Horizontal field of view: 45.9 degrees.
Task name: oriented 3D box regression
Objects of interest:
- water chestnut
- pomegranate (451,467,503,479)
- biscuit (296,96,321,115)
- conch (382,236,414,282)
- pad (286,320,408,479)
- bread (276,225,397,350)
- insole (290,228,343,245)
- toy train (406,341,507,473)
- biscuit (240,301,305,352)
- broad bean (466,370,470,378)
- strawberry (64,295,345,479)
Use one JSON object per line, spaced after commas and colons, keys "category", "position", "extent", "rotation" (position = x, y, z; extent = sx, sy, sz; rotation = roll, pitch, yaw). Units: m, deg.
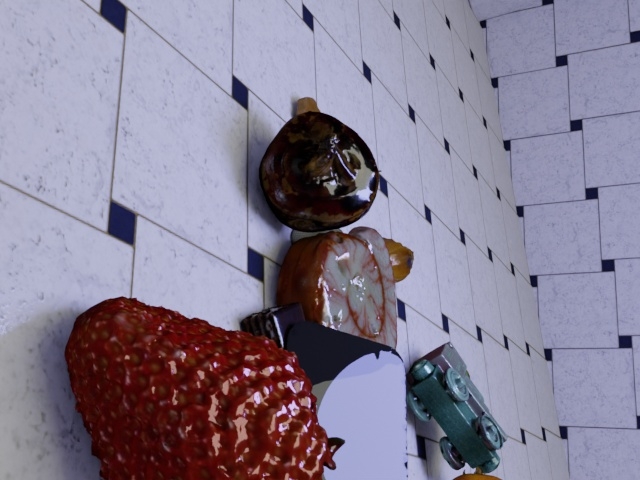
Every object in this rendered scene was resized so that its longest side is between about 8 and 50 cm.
{"category": "water chestnut", "position": [-0.003, -0.124, 1.378], "extent": [0.224, 0.238, 0.223], "rotation": [5, 76, -19]}
{"category": "pomegranate", "position": [0.369, 0.635, 1.749], "extent": [0.221, 0.221, 0.256], "rotation": [62, 22, -26]}
{"category": "biscuit", "position": [-0.005, -0.190, 1.620], "extent": [0.144, 0.040, 0.236], "rotation": [-22, 96, -71]}
{"category": "conch", "position": [0.147, 0.053, 1.731], "extent": [0.330, 0.093, 0.109], "rotation": [-17, 110, -62]}
{"category": "pad", "position": [0.000, 0.319, 1.194], "extent": [0.315, 0.063, 0.375], "rotation": [22, 54, -28]}
{"category": "bread", "position": [0.043, 0.127, 1.440], "extent": [0.328, 0.114, 0.295], "rotation": [-11, 91, -62]}
{"category": "insole", "position": [0.000, 0.000, 1.562], "extent": [0.253, 0.005, 0.086], "rotation": [-1, 79, -64]}
{"category": "toy train", "position": [0.327, 0.397, 1.801], "extent": [0.304, 0.150, 0.221], "rotation": [55, 23, 0]}
{"category": "biscuit", "position": [-0.051, 0.231, 1.260], "extent": [0.106, 0.070, 0.252], "rotation": [-19, 94, -64]}
{"category": "broad bean", "position": [0.365, 0.413, 1.998], "extent": [0.124, 0.082, 0.174], "rotation": [-16, 90, -67]}
{"category": "strawberry", "position": [-0.154, 0.207, 0.903], "extent": [0.351, 0.267, 0.312], "rotation": [41, 2, -4]}
